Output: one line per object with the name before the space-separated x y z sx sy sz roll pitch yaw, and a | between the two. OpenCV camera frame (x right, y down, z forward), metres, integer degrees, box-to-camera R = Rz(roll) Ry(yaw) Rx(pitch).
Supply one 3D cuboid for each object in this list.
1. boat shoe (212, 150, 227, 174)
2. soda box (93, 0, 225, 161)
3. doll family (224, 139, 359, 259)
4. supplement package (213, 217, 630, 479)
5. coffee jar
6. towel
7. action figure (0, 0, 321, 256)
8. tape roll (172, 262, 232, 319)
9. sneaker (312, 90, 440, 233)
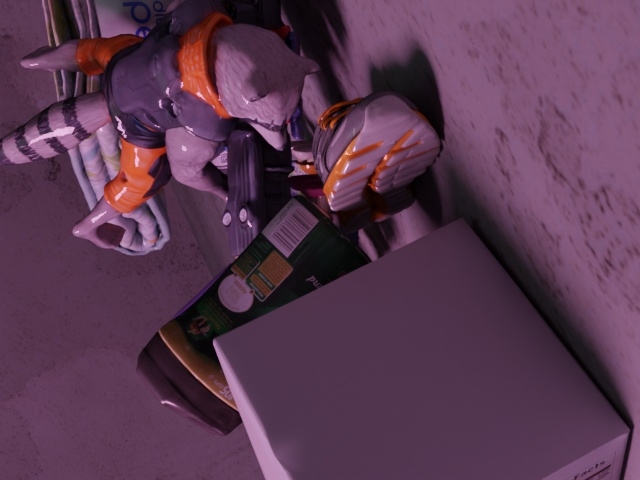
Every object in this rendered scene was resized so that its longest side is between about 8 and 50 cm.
boat shoe | -0.178 -0.181 1.540 0.301 0.108 0.102 49 161 35
soda box | -0.153 -0.221 1.094 0.091 0.098 0.286 -51 -43 -58
doll family | 0.000 0.000 1.072 0.263 0.118 0.163 -145 49 -62
supplement package | 0.073 0.167 0.806 0.199 0.198 0.262 56 167 36
coffee jar | -0.047 0.060 0.842 0.079 0.184 0.096 44 179 36
towel | -0.255 -0.184 1.332 0.374 0.090 0.320 98 161 -70
action figure | -0.129 -0.077 0.950 0.330 0.178 0.341 -18 77 45
tape roll | -0.034 0.153 1.215 0.275 0.090 0.275 46 177 3
sneaker | 0.028 -0.068 0.820 0.215 0.084 0.083 107 142 -76
